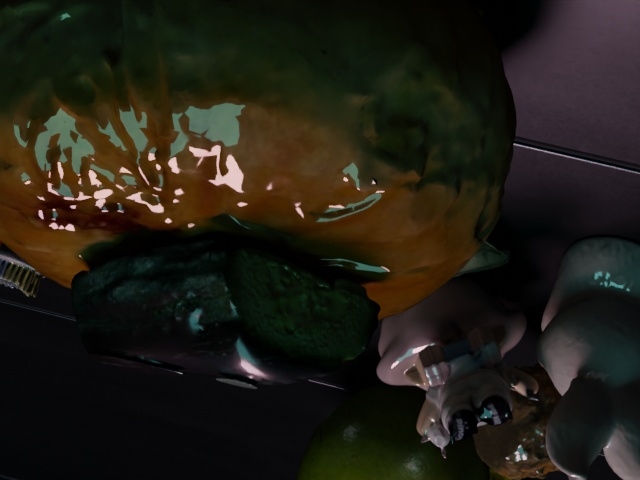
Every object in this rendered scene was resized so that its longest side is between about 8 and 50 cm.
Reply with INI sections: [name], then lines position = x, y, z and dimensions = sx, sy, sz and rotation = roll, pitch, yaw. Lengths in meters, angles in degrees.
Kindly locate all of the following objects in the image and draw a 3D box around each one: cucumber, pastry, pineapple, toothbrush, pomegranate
[cucumber]
position = -0.073, 0.056, 1.209
dimensions = 0.193, 0.086, 0.115
rotation = 0, 157, 31
[pastry]
position = -0.062, -0.090, 1.269
dimensions = 0.409, 0.245, 0.409
rotation = 5, 154, 3
[pineapple]
position = 0.235, 0.154, 1.629
dimensions = 0.197, 0.108, 0.108
rotation = -9, 158, -23
[toothbrush]
position = -0.473, -0.014, 1.834
dimensions = 0.413, 0.042, 0.035
rotation = 15, 150, 10
[pomegranate]
position = 0.087, 0.227, 1.821
dimensions = 0.190, 0.159, 0.241
rotation = 23, 176, 14

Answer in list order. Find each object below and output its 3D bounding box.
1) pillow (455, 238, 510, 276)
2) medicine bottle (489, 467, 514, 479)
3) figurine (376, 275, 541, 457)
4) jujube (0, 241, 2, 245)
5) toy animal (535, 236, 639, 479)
[pillow]
position = 0.000, 0.000, 1.555
dimensions = 0.302, 0.075, 0.185
rotation = -9, 152, 36
[medicine bottle]
position = 0.086, 0.290, 1.988
dimensions = 0.309, 0.076, 0.111
rotation = -15, 122, 45
[figurine]
position = 0.115, 0.098, 1.554
dimensions = 0.137, 0.229, 0.112
rotation = -28, 114, 7
[jujube]
position = -0.326, -0.026, 1.698
dimensions = 0.077, 0.077, 0.129
rotation = 18, 157, 1
[toy animal]
position = 0.230, 0.121, 1.496
dimensions = 0.103, 0.221, 0.131
rotation = 22, 149, -15
